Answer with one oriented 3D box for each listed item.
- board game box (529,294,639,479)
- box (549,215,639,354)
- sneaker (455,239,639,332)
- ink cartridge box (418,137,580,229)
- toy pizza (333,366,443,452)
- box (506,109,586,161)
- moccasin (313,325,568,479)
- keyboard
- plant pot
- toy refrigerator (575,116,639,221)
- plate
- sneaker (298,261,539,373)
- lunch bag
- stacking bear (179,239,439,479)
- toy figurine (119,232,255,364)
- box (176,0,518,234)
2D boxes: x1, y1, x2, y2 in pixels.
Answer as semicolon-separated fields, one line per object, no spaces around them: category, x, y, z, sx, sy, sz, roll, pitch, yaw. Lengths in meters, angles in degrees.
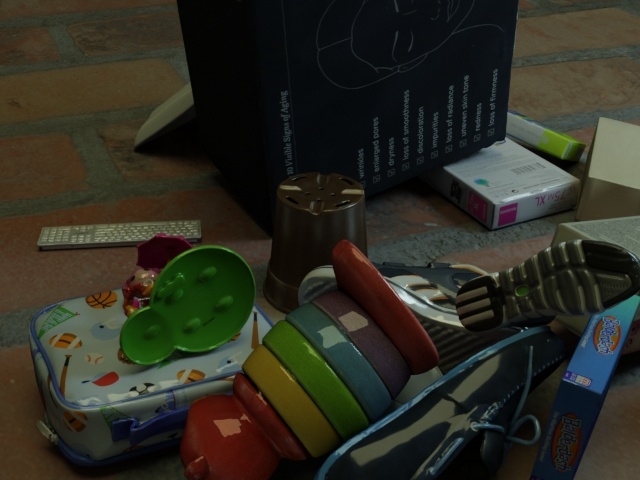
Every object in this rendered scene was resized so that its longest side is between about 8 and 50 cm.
board game box;0.304;0.170;1.135;0.047;0.160;0.210;20;35;19
box;0.423;0.054;1.329;0.232;0.127;0.148;-5;28;-40
sneaker;0.282;0.055;1.158;0.228;0.086;0.132;-15;-13;36
ink cartridge box;0.288;-0.126;1.765;0.185;0.065;0.311;-14;35;-25
toy pizza;0.060;0.188;1.198;0.201;0.032;0.201;8;46;-8
box;0.400;-0.202;1.862;0.178;0.042;0.109;30;17;27
moccasin;0.151;0.222;1.096;0.342;0.138;0.117;-32;66;-18
keyboard;-0.321;-0.012;1.593;0.256;0.014;0.072;-3;30;-7
plant pot;0.000;0.000;1.427;0.166;0.165;0.167;1;29;-1
toy refrigerator;0.514;-0.115;1.723;0.102;0.094;0.269;15;32;11
plate;-0.208;-0.293;1.899;0.277;0.045;0.278;-29;7;41
sneaker;0.135;0.094;1.308;0.321;0.126;0.127;19;37;8
lunch bag;-0.199;0.156;1.202;0.303;0.115;0.243;-13;34;-24
stacking bear;-0.029;0.165;1.079;0.289;0.175;0.164;-39;72;-9
toy figurine;-0.186;0.057;1.186;0.173;0.130;0.159;-36;31;-14
box;0.045;-0.336;1.597;0.471;0.480;0.297;-24;47;-21
